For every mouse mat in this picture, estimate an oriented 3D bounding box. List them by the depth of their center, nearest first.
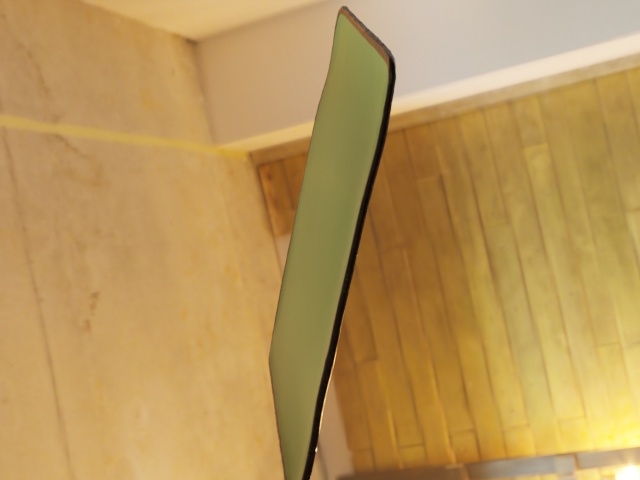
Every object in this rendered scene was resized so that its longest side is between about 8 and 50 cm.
[{"bbox_3d":[0.000,0.000,0.453,0.152,0.007,0.189,-107,29,-68],"label":"mouse mat"}]
